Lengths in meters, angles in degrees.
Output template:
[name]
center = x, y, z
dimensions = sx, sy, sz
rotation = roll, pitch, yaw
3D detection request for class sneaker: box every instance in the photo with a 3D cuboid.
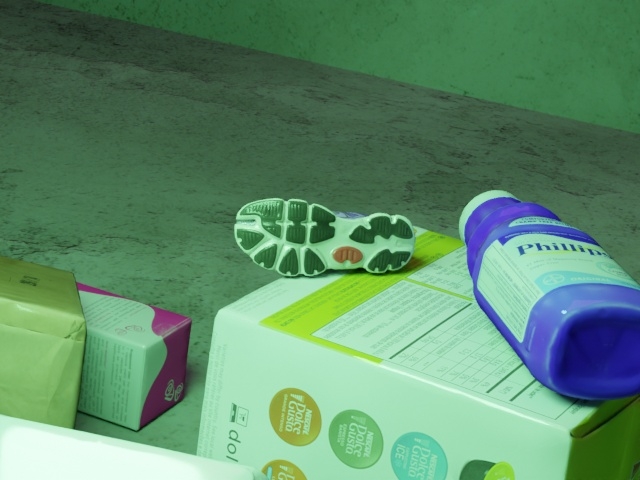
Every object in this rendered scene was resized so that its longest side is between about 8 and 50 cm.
[sneaker]
center = 0.000, 0.000, 1.469
dimensions = 0.169, 0.068, 0.071
rotation = 8, 2, -20

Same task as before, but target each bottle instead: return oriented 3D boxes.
[bottle]
center = 0.190, 0.035, 1.362
dimensions = 0.118, 0.092, 0.283
rotation = 5, 21, -15

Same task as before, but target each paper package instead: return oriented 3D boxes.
[paper package]
center = -0.400, 0.102, 1.648
dimensions = 0.309, 0.168, 0.325
rotation = 14, 3, -13

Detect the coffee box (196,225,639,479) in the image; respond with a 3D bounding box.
[coffee box]
center = 0.110, 0.216, 1.470
dimensions = 0.334, 0.338, 0.338
rotation = 17, 21, 25

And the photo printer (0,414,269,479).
[photo printer]
center = -0.193, 0.305, 1.253
dimensions = 0.256, 0.107, 0.308
rotation = 12, 65, 6

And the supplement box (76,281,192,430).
[supplement box]
center = -0.275, 0.125, 1.895
dimensions = 0.220, 0.114, 0.111
rotation = 15, 21, 22
